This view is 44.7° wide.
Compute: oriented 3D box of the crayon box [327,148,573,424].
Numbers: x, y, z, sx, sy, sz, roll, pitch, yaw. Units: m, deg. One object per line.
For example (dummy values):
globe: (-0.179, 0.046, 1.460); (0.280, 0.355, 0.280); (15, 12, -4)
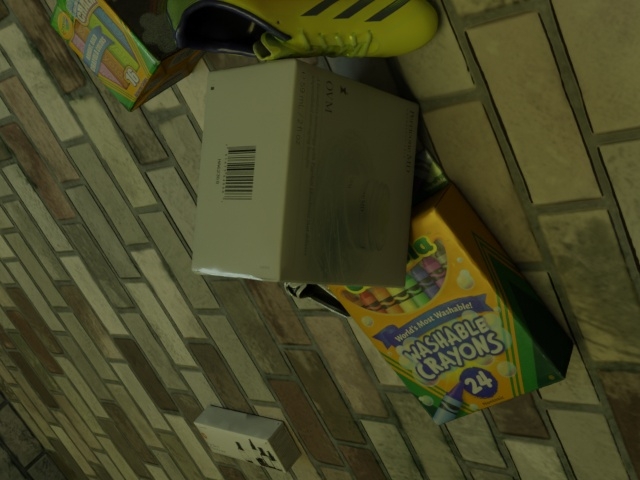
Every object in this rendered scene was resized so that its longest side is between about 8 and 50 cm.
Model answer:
crayon box: (0.145, 0.070, 1.009); (0.203, 0.083, 0.323); (-32, 99, 37)

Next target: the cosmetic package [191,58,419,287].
cosmetic package: (-0.009, -0.064, 0.883); (0.138, 0.224, 0.224); (3, 88, 40)

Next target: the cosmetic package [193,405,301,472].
cosmetic package: (-0.161, 0.423, 1.667); (0.239, 0.060, 0.099); (-1, 122, 43)

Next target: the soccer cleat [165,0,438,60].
soccer cleat: (-0.018, -0.221, 0.821); (0.289, 0.121, 0.093); (5, 139, -7)

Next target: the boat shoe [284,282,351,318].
boat shoe: (-0.018, 0.059, 1.134); (0.184, 0.063, 0.066); (28, 144, 13)

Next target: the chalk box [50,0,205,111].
chalk box: (-0.263, -0.308, 1.040); (0.213, 0.132, 0.132); (49, 142, -3)
